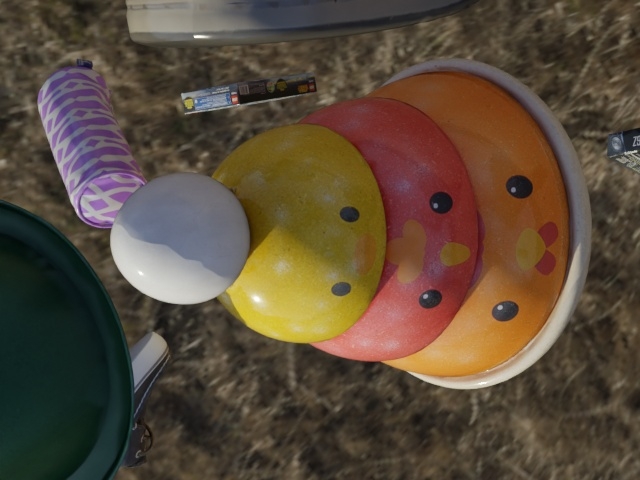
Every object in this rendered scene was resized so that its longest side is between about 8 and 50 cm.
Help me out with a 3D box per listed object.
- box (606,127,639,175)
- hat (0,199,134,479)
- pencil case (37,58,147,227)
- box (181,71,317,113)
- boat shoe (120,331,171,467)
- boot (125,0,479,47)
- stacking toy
[{"bbox_3d":[0.253,-0.059,1.017,0.067,0.083,0.018,-11,65,47],"label":"box"},{"bbox_3d":[-0.214,0.089,0.647,0.208,0.183,0.173,-39,84,31],"label":"hat"},{"bbox_3d":[-0.248,-0.103,1.573,0.086,0.088,0.206,-53,41,29],"label":"pencil case"},{"bbox_3d":[-0.084,-0.175,1.709,0.094,0.137,0.027,-4,98,42],"label":"box"},{"bbox_3d":[-0.200,0.194,1.370,0.076,0.080,0.228,35,94,-11],"label":"boat shoe"},{"bbox_3d":[0.028,-0.256,0.663,0.138,0.377,0.284,8,117,39],"label":"boot"},{"bbox_3d":[0.000,0.000,1.395,0.350,0.479,0.351,7,100,44],"label":"stacking toy"}]
